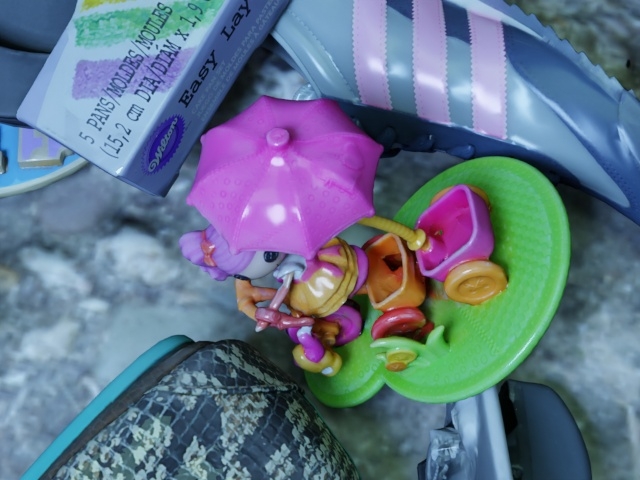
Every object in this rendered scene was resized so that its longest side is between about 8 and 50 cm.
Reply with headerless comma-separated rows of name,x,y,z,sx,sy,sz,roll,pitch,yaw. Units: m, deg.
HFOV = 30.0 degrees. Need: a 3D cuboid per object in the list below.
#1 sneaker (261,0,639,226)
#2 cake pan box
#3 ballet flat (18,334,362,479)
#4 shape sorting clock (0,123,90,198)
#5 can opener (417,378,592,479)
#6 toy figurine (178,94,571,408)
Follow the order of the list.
sneaker,0.056,-0.078,0.662,0.319,0.112,0.131,36,90,14
cake pan box,-0.125,-0.186,0.627,0.245,0.070,0.267,32,90,17
ballet flat,-0.164,0.240,0.494,0.483,0.164,0.182,-39,70,-17
shape sorting clock,-0.195,-0.117,0.693,0.206,0.040,0.206,0,70,-1
can opener,0.095,0.157,0.517,0.095,0.076,0.283,9,37,-9
toy figurine,0.000,0.000,0.554,0.173,0.159,0.130,-34,45,32
